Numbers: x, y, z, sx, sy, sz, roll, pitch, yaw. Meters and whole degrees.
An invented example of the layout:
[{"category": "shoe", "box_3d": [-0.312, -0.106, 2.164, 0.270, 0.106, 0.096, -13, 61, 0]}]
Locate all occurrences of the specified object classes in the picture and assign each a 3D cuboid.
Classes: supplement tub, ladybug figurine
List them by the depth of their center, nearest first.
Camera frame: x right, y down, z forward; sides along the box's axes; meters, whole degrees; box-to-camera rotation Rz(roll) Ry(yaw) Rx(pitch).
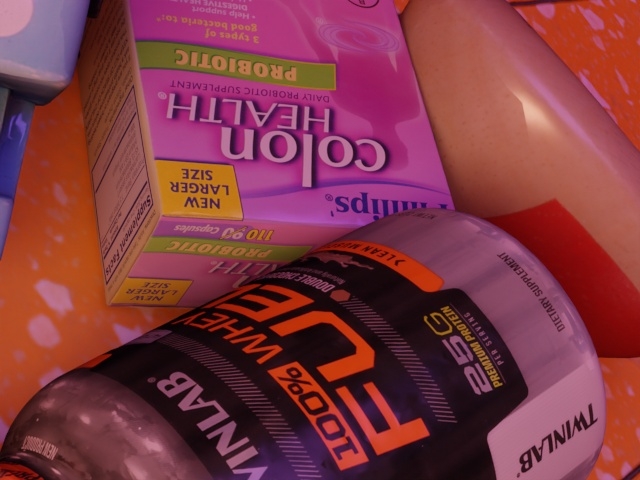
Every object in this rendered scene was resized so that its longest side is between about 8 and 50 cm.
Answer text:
[{"category": "supplement tub", "box_3d": [-0.021, 0.128, 0.660, 0.338, 0.207, 0.207, -27, 82, -37]}, {"category": "ladybug figurine", "box_3d": [0.193, -0.034, 1.029, 0.449, 0.162, 0.305, 39, 15, -37]}]

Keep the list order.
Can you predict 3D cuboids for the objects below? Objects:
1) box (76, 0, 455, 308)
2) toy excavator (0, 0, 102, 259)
[{"category": "box", "box_3d": [-0.046, -0.082, 0.857, 0.214, 0.117, 0.243, 4, 58, -26]}, {"category": "toy excavator", "box_3d": [-0.220, -0.028, 0.577, 0.222, 0.433, 0.445, 11, 92, -16]}]
